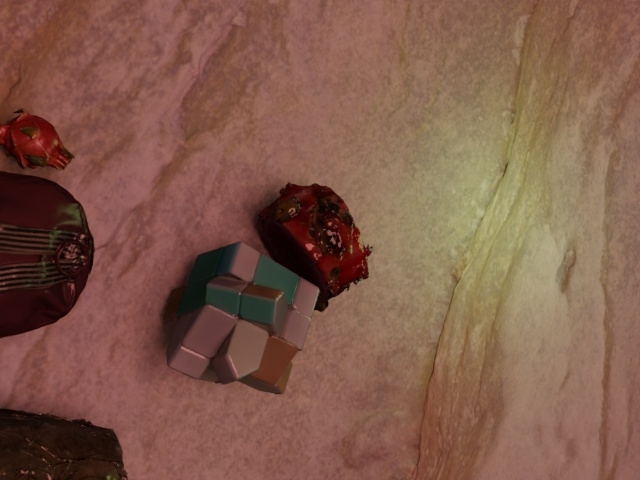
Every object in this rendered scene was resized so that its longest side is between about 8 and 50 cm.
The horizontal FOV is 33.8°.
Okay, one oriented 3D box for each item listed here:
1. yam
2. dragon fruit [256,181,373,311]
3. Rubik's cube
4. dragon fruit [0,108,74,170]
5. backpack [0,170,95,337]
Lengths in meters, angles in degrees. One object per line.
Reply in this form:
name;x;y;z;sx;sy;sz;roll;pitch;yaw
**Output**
yam;-0.473;0.357;1.540;0.348;0.241;0.241;11;87;-35
dragon fruit;0.000;0.000;1.839;0.147;0.211;0.282;-40;139;-17
Rubik's cube;-0.130;0.145;1.728;0.224;0.265;0.213;32;61;-27
dragon fruit;-0.433;-0.145;1.605;0.116;0.086;0.081;33;89;-2
backpack;-0.482;0.024;1.525;0.317;0.197;0.283;3;90;-33
